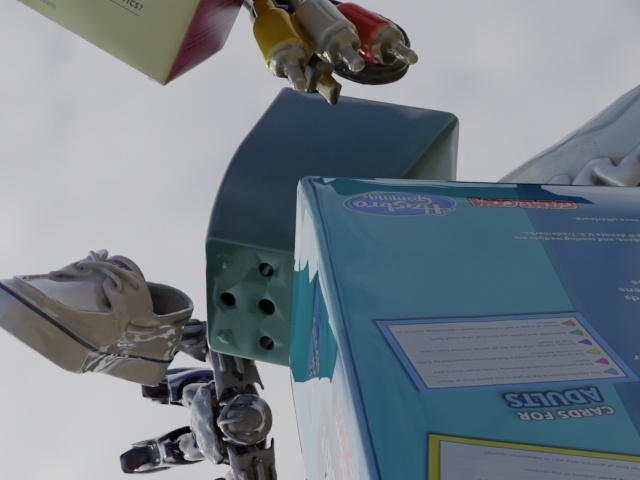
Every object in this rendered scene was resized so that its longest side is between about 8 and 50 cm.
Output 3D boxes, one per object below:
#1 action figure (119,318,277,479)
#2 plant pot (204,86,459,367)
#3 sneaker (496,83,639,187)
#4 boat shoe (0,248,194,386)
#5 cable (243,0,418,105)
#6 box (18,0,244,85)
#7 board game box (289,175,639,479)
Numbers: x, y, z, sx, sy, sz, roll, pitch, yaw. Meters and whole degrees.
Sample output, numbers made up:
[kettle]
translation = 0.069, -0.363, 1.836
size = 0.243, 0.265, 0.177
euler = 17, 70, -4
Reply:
[action figure]
translation = -0.107, 0.166, 1.501
size = 0.099, 0.285, 0.185
euler = 2, -97, -18
[plant pot]
translation = 0.000, 0.000, 1.377
size = 0.234, 0.165, 0.165
euler = -50, -34, -57
[sneaker]
translation = 0.200, -0.056, 0.752
size = 0.110, 0.292, 0.118
euler = 46, -150, -40
[boat shoe]
translation = -0.169, 0.047, 1.232
size = 0.084, 0.095, 0.258
euler = -57, -16, 1
[cable]
translation = -0.030, -0.194, 1.253
size = 0.139, 0.287, 0.072
euler = -13, -44, -31
[box]
translation = -0.135, -0.274, 1.178
size = 0.243, 0.213, 0.117
euler = -64, -8, 27
[board game box]
translation = 0.130, 0.083, 0.427
size = 0.254, 0.336, 0.079
euler = 1, -66, -6
